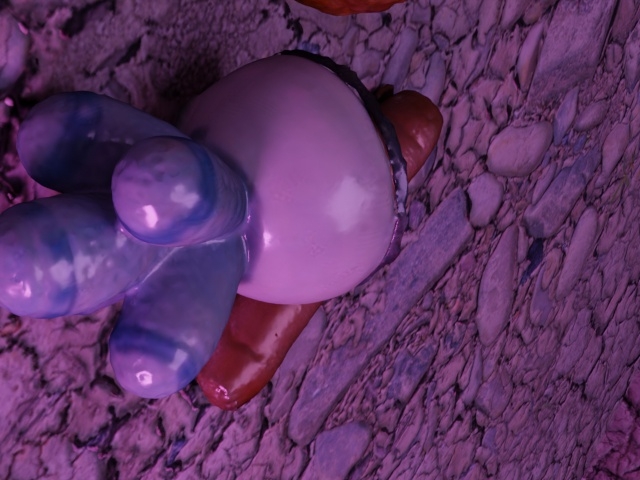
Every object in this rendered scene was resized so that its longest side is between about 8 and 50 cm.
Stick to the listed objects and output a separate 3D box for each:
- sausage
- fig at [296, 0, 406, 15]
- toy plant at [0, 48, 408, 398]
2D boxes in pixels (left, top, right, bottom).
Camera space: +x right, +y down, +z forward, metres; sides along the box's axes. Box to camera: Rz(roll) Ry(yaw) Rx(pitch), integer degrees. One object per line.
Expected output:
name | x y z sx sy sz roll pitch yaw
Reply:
sausage | 0.000 0.000 1.106 0.419 0.094 0.094 -54 131 -19
fig | 0.006 -0.365 0.786 0.369 0.286 0.286 50 65 -23
toy plant | -0.116 -0.015 0.818 0.332 0.247 0.247 -24 128 -42
